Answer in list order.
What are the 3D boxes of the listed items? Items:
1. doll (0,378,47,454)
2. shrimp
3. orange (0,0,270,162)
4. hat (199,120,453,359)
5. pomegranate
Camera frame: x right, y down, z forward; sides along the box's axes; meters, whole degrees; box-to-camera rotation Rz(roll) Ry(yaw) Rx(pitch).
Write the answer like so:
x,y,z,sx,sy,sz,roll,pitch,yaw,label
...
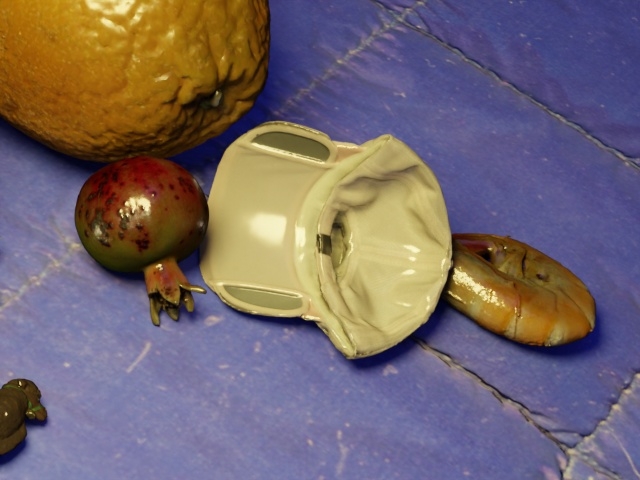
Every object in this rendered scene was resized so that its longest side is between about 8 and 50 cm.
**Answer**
x,y,z,sx,sy,sz,roll,pitch,yaw,label
-0.313,0.130,1.220,0.165,0.057,0.139,-6,46,-41,doll
0.163,0.021,1.544,0.287,0.063,0.152,29,40,10,shrimp
-0.211,-0.240,1.465,0.357,0.322,0.322,40,43,25,orange
0.000,0.000,1.466,0.226,0.220,0.164,10,-6,33,hat
-0.169,-0.007,1.383,0.129,0.129,0.159,6,52,-19,pomegranate
